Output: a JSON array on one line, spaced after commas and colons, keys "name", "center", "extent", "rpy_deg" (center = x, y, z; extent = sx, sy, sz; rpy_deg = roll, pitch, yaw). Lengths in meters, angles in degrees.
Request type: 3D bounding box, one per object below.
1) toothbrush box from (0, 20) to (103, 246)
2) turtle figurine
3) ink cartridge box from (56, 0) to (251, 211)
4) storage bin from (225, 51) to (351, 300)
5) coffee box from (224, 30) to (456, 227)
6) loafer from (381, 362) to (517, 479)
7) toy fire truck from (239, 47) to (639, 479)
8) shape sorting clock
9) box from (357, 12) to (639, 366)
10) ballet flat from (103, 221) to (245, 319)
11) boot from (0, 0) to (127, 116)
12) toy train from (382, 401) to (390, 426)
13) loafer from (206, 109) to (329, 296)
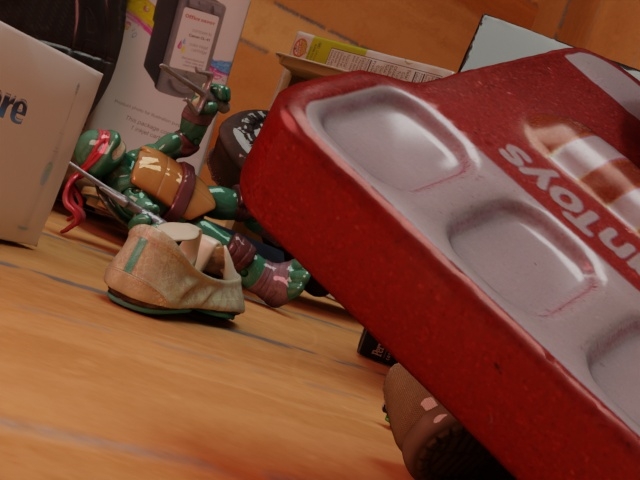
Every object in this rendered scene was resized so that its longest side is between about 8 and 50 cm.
[{"name": "toothbrush box", "center": [-0.314, -0.111, 0.734], "extent": [0.296, 0.126, 0.216], "rpy_deg": [20, 0, 16]}, {"name": "turtle figurine", "center": [-0.110, -0.044, 0.996], "extent": [0.234, 0.175, 0.118], "rpy_deg": [32, -35, -28]}, {"name": "ink cartridge box", "center": [-0.188, -0.183, 1.320], "extent": [0.131, 0.306, 0.226], "rpy_deg": [18, -9, -25]}, {"name": "storage bin", "center": [0.009, -0.074, 1.559], "extent": [0.260, 0.262, 0.123], "rpy_deg": [21, 0, 35]}, {"name": "coffee box", "center": [0.121, -0.078, 1.895], "extent": [0.334, 0.338, 0.338], "rpy_deg": [22, 2, 43]}, {"name": "loafer", "center": [0.081, 0.074, 0.525], "extent": [0.148, 0.056, 0.050], "rpy_deg": [19, 31, -49]}, {"name": "toy fire truck", "center": [0.143, 0.044, 0.419], "extent": [0.302, 0.169, 0.254], "rpy_deg": [46, 37, 18]}, {"name": "shape sorting clock", "center": [-0.126, -0.002, 1.159], "extent": [0.206, 0.040, 0.206], "rpy_deg": [20, -4, 2]}, {"name": "box", "center": [0.146, 0.003, 0.830], "extent": [0.184, 0.103, 0.261], "rpy_deg": [19, -39, 2]}, {"name": "ballet flat", "center": [-0.076, 0.018, 0.745], "extent": [0.057, 0.052, 0.168], "rpy_deg": [21, 1, 12]}, {"name": "boot", "center": [-0.299, -0.206, 1.240], "extent": [0.138, 0.377, 0.284], "rpy_deg": [24, -18, -25]}, {"name": "toy train", "center": [0.069, 0.095, 0.596], "extent": [0.083, 0.017, 0.024], "rpy_deg": [21, -9, 18]}, {"name": "loafer", "center": [0.000, 0.000, 1.231], "extent": [0.366, 0.130, 0.133], "rpy_deg": [35, 22, -49]}]
